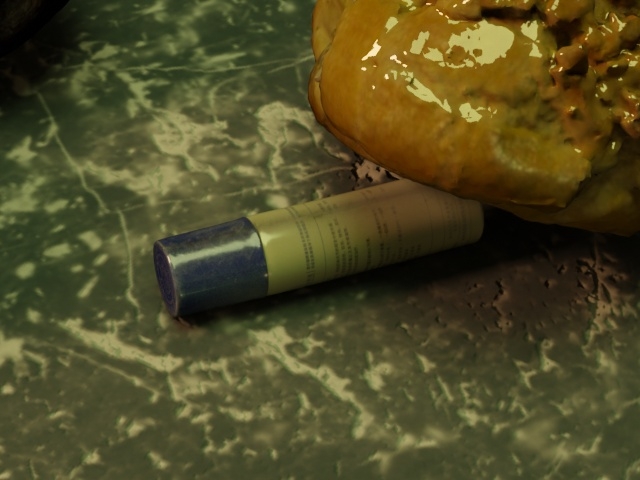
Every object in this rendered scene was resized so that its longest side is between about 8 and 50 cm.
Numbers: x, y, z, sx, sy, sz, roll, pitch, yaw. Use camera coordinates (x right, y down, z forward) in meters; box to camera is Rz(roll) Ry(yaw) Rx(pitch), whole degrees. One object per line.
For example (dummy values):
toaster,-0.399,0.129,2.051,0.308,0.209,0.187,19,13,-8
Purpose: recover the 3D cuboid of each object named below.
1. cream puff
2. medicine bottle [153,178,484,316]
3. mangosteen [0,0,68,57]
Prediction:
cream puff,0.141,-0.154,1.258,0.327,0.231,0.343,30,21,27
medicine bottle,0.000,0.000,1.268,0.231,0.059,0.059,-13,47,-17
mangosteen,-0.319,-0.262,1.355,0.287,0.287,0.233,-19,27,-22
